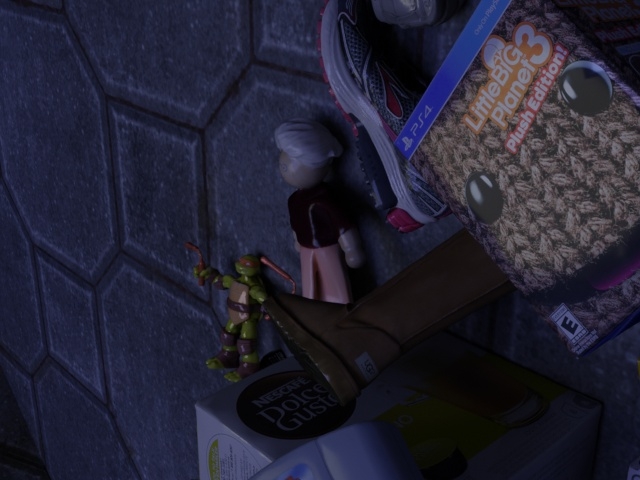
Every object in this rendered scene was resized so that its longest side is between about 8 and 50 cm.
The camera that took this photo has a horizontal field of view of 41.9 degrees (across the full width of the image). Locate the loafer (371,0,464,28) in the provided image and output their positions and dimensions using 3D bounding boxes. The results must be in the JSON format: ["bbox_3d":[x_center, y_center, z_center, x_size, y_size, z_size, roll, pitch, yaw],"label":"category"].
[{"bbox_3d":[0.080,-0.387,0.884,0.111,0.112,0.319,9,113,39],"label":"loafer"}]

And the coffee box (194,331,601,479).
[{"bbox_3d":[0.083,0.332,1.001,0.334,0.337,0.338,24,123,43],"label":"coffee box"}]

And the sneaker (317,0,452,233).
[{"bbox_3d":[0.089,-0.163,0.985,0.112,0.121,0.299,-25,84,23],"label":"sneaker"}]

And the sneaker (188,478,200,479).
[{"bbox_3d":[-0.153,0.550,1.471,0.129,0.111,0.297,-35,81,35],"label":"sneaker"}]

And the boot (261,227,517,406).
[{"bbox_3d":[0.088,0.062,0.963,0.236,0.269,0.089,37,157,58],"label":"boot"}]

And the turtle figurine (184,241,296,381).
[{"bbox_3d":[-0.135,0.110,1.373,0.269,0.087,0.217,18,103,38],"label":"turtle figurine"}]

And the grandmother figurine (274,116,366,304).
[{"bbox_3d":[0.000,0.000,1.153,0.208,0.104,0.342,7,111,55],"label":"grandmother figurine"}]

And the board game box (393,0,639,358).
[{"bbox_3d":[0.248,-0.083,0.784,0.291,0.141,0.232,52,139,22],"label":"board game box"}]

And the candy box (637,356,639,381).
[{"bbox_3d":[0.397,0.178,0.777,0.206,0.027,0.105,26,148,42],"label":"candy box"}]

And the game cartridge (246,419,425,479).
[{"bbox_3d":[-0.021,0.304,0.755,0.297,0.062,0.198,-42,55,17],"label":"game cartridge"}]

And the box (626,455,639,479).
[{"bbox_3d":[0.390,0.363,0.846,0.169,0.087,0.290,22,122,44],"label":"box"}]

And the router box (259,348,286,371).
[{"bbox_3d":[-0.065,0.256,1.393,0.122,0.038,0.092,55,139,19],"label":"router box"}]
